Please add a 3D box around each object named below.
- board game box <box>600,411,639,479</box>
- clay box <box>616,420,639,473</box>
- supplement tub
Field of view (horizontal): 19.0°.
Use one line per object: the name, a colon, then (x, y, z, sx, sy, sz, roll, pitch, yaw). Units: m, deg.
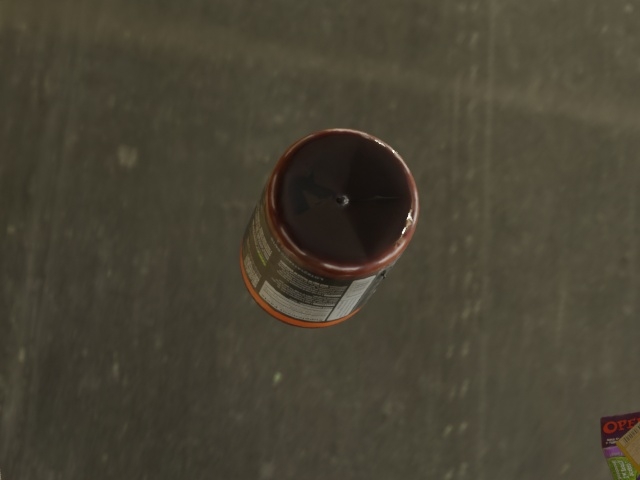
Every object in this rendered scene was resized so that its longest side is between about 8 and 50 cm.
board game box: (0.423, 0.288, 1.942, 0.208, 0.347, 0.056, -13, 42, 13)
clay box: (0.335, 0.181, 1.561, 0.127, 0.222, 0.053, -43, 110, 5)
supplement tub: (0.000, 0.000, 1.342, 0.106, 0.198, 0.106, 3, 73, -10)
